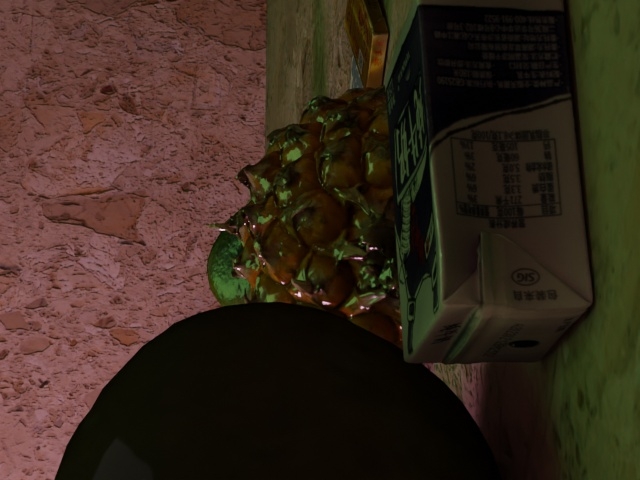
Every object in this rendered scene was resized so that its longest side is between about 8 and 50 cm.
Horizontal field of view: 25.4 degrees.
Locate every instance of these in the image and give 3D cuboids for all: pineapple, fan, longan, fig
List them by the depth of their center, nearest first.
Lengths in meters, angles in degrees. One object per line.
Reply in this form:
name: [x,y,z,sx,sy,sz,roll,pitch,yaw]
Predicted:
longan: [-0.026,0.229,1.036,0.404,0.336,0.404,59,178,3]
pineapple: [0.001,0.000,1.344,0.286,0.209,0.344,-143,56,-82]
fan: [0.054,-0.259,1.803,0.240,0.009,0.131,99,169,-48]
fig: [-0.063,0.052,2.314,0.235,0.203,0.203,24,-120,-54]

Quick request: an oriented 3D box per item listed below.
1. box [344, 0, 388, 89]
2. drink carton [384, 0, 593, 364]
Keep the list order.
box: [0.055,-0.252,1.701,0.156,0.022,0.089,-104,14,-50]
drink carton: [0.105,-0.038,0.925,0.134,0.102,0.222,114,155,-68]
